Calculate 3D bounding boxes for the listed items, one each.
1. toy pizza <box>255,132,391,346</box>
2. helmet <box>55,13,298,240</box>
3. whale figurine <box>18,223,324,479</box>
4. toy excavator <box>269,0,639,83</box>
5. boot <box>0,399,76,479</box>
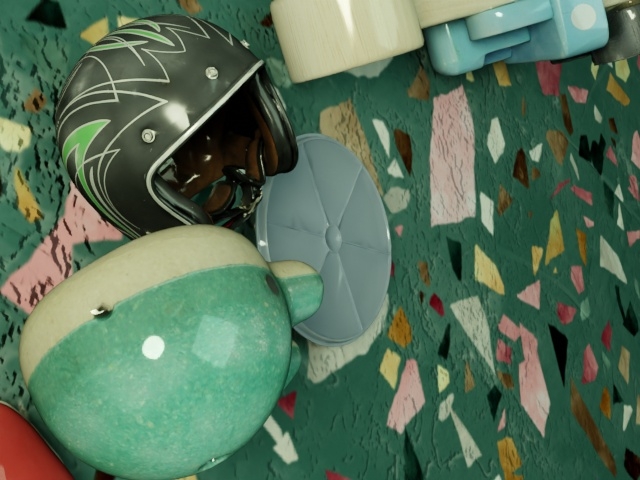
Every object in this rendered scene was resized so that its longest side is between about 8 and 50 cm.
[{"bbox_3d":[0.000,0.000,1.026,0.201,0.032,0.201,13,73,-50],"label":"toy pizza"},{"bbox_3d":[-0.108,-0.081,0.783,0.169,0.169,0.162,-61,138,-40],"label":"helmet"},{"bbox_3d":[-0.083,0.097,0.752,0.141,0.216,0.272,62,4,23],"label":"whale figurine"},{"bbox_3d":[0.160,-0.257,1.164,0.433,0.445,0.222,-130,-158,-80],"label":"toy excavator"},{"bbox_3d":[-0.131,0.199,0.689,0.088,0.176,0.244,-47,118,-45],"label":"boot"}]
